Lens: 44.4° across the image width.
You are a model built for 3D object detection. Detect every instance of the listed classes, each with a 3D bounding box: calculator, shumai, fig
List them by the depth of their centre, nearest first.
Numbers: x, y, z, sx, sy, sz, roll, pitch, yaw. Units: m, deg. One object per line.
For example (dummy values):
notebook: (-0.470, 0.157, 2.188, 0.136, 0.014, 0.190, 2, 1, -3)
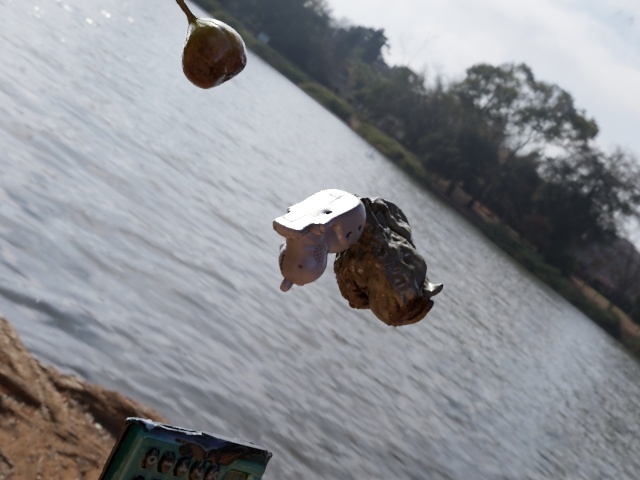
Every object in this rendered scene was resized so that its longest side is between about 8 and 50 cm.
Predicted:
calculator: (-0.233, 0.417, 1.259, 0.274, 0.248, 0.058, 28, 0, -35)
shumai: (0.138, 0.040, 1.410, 0.185, 0.218, 0.184, 16, 12, 28)
fig: (-0.255, -0.460, 1.775, 0.143, 0.230, 0.160, 11, 29, 42)

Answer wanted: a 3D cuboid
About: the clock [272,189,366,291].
clock: (-0.001, 0.000, 1.177, 0.080, 0.117, 0.176, 25, 37, 31)
